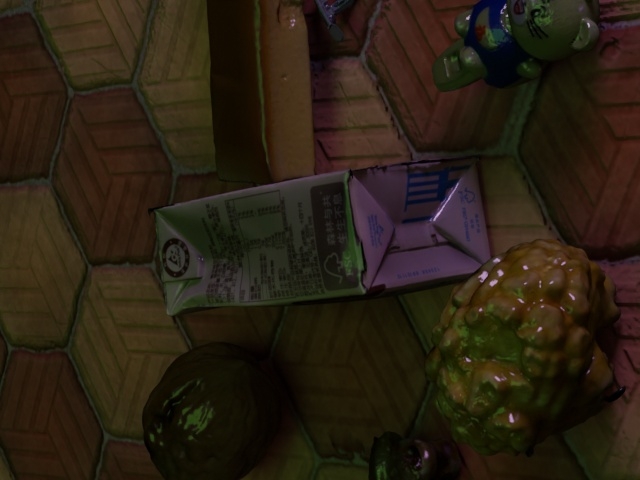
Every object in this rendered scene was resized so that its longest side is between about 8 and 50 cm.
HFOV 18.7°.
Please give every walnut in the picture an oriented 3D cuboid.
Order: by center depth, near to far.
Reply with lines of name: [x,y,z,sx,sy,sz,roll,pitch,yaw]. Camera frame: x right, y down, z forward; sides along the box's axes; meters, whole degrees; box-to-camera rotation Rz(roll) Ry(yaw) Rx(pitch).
walnut: [-0.122,0.198,2.215,0.155,0.155,0.184,53,136,27]

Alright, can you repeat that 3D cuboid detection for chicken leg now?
chicken leg: [0.038,0.375,2.087,0.211,0.140,0.361,9,93,25]

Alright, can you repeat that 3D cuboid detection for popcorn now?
popcorn: [0.198,0.102,1.830,0.169,0.189,0.218,43,120,25]

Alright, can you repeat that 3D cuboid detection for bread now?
bread: [-0.069,-0.244,2.114,0.138,0.077,0.361,9,103,61]

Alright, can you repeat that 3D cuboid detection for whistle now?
whistle: [0.184,-0.199,1.858,0.227,0.085,0.105,-26,69,47]

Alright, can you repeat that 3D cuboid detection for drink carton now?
drink carton: [0.000,0.000,2.010,0.324,0.194,0.132,-8,89,48]

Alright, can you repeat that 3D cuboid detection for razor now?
razor: [0.052,-0.314,2.024,0.211,0.036,0.084,-59,36,29]
